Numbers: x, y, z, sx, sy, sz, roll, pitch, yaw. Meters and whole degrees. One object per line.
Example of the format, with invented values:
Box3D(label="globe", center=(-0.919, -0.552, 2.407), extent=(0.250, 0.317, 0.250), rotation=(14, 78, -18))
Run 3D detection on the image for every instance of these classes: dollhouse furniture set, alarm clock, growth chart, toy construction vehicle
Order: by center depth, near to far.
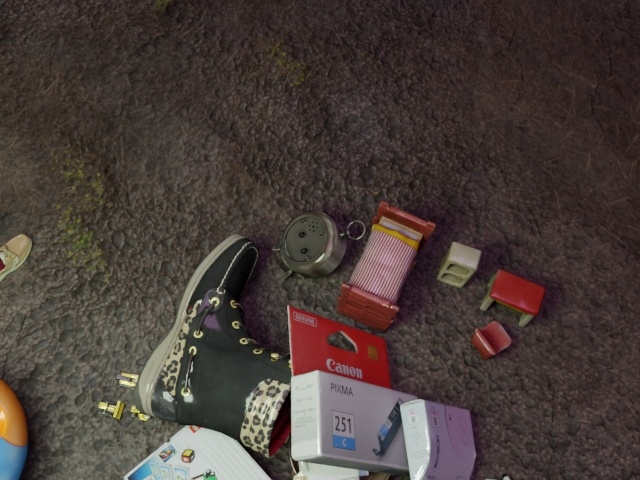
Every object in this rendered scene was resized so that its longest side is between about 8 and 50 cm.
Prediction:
Box3D(label="growth chart", center=(0.029, 0.356, 1.593), extent=(0.172, 0.021, 0.237), rotation=(2, 68, -6))
Box3D(label="toy construction vehicle", center=(-0.354, 0.288, 1.612), extent=(0.098, 0.035, 0.086), rotation=(15, 67, 0))
Box3D(label="dollhouse furniture set", center=(0.238, 0.099, 1.686), extent=(0.374, 0.152, 0.201), rotation=(22, 68, 3))
Box3D(label="alarm clock", center=(0.000, 0.000, 1.709), extent=(0.192, 0.064, 0.129), rotation=(-17, 63, 21))

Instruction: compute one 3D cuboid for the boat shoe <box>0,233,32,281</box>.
Box3D(label="boat shoe", center=(-0.609, 0.038, 1.681), extent=(0.050, 0.045, 0.135), rotation=(33, 69, 7))

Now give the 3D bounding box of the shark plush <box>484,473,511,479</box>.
Box3D(label="shark plush", center=(0.354, 0.500, 1.608), extent=(0.067, 0.073, 0.161), rotation=(-38, 97, 1))

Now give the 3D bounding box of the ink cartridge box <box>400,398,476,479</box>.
Box3D(label="ink cartridge box", center=(0.221, 0.409, 1.550), extent=(0.066, 0.189, 0.232), rotation=(-23, 63, 28))

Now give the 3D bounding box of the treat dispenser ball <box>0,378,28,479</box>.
Box3D(label="treat dispenser ball", center=(-0.628, 0.335, 1.427), extent=(0.288, 0.288, 0.288), rotation=(2, 68, -5))

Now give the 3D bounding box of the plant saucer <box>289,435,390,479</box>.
Box3D(label="plant saucer", center=(0.039, 0.385, 1.614), extent=(0.198, 0.036, 0.199), rotation=(2, 68, -6))

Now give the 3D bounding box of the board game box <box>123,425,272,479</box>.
Box3D(label="board game box", center=(-0.175, 0.460, 1.506), extent=(0.193, 0.053, 0.305), rotation=(-38, 59, -18))

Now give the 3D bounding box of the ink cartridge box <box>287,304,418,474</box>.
Box3D(label="ink cartridge box", center=(0.063, 0.260, 1.512), extent=(0.066, 0.296, 0.261), rotation=(-19, 62, 34))

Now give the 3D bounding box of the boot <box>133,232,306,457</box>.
Box3D(label="boot", center=(-0.132, 0.186, 1.572), extent=(0.284, 0.138, 0.377), rotation=(18, 65, 25))
